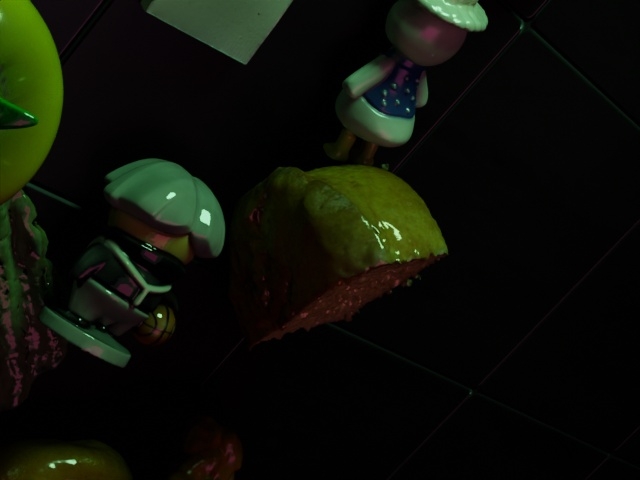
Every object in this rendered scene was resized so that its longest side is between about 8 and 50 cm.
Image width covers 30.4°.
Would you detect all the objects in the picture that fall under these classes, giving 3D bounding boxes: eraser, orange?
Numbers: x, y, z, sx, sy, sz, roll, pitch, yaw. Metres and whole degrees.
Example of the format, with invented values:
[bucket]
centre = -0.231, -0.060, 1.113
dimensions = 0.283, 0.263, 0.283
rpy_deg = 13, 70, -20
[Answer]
[eraser]
centre = -0.109, -0.265, 1.286
dimensions = 0.150, 0.023, 0.104
rpy_deg = 23, 113, -43
[orange]
centre = -0.362, 0.365, 1.562
dimensions = 0.249, 0.183, 0.249
rpy_deg = -18, 136, -18

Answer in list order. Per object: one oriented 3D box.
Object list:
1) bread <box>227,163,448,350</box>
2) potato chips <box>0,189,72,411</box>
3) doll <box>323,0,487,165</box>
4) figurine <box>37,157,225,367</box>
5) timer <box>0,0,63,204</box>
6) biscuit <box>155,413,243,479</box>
[bread]
centre = 0.000, 0.000, 1.453
dimensions = 0.194, 0.178, 0.340
rpy_deg = -13, 166, -29
[potato chips]
centre = -0.470, 0.080, 1.309
dimensions = 0.373, 0.097, 0.389
rpy_deg = -29, 133, -5
[doll]
centre = 0.100, -0.212, 1.405
dimensions = 0.138, 0.119, 0.293
rpy_deg = 4, 130, -40
[figurine]
centre = -0.208, 0.025, 1.377
dimensions = 0.176, 0.133, 0.236
rpy_deg = 34, 84, -48
[timer]
centre = -0.342, -0.129, 1.040
dimensions = 0.285, 0.285, 0.285
rpy_deg = -17, 134, -19
[biscuit]
centre = -0.211, 0.422, 1.629
dimensions = 0.111, 0.312, 0.318
rpy_deg = 26, 130, -4
